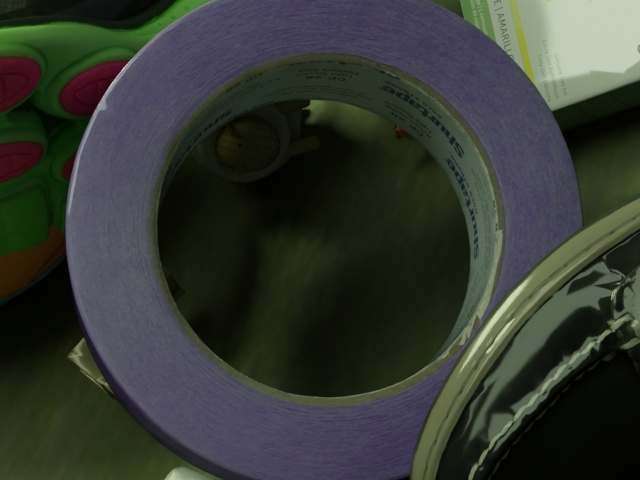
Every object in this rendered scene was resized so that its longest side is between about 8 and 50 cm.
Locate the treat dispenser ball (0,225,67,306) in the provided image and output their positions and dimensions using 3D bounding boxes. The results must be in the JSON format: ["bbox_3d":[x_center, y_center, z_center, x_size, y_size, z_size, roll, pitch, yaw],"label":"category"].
[{"bbox_3d":[-0.282,-0.084,1.372,0.288,0.288,0.288,-22,43,22],"label":"treat dispenser ball"}]

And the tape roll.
[{"bbox_3d":[0.000,0.000,1.087,0.275,0.275,0.090,-51,-1,-12],"label":"tape roll"}]

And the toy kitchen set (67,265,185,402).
[{"bbox_3d":[-0.102,0.074,1.281,0.075,0.068,0.083,36,79,22],"label":"toy kitchen set"}]

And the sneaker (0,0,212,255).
[{"bbox_3d":[-0.155,-0.143,1.221,0.202,0.185,0.483,41,46,22],"label":"sneaker"}]

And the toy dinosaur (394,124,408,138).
[{"bbox_3d":[0.051,-0.098,1.291,0.047,0.090,0.082,-43,3,16],"label":"toy dinosaur"}]

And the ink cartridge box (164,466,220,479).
[{"bbox_3d":[-0.035,0.269,1.021,0.296,0.066,0.261,13,63,46],"label":"ink cartridge box"}]

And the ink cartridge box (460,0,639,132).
[{"bbox_3d":[0.198,-0.172,1.196,0.235,0.056,0.171,-19,72,27],"label":"ink cartridge box"}]

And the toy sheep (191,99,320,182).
[{"bbox_3d":[-0.052,-0.084,1.350,0.091,0.091,0.132,-37,26,5],"label":"toy sheep"}]

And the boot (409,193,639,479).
[{"bbox_3d":[0.246,0.080,0.917,0.377,0.138,0.284,-35,39,-4],"label":"boot"}]
